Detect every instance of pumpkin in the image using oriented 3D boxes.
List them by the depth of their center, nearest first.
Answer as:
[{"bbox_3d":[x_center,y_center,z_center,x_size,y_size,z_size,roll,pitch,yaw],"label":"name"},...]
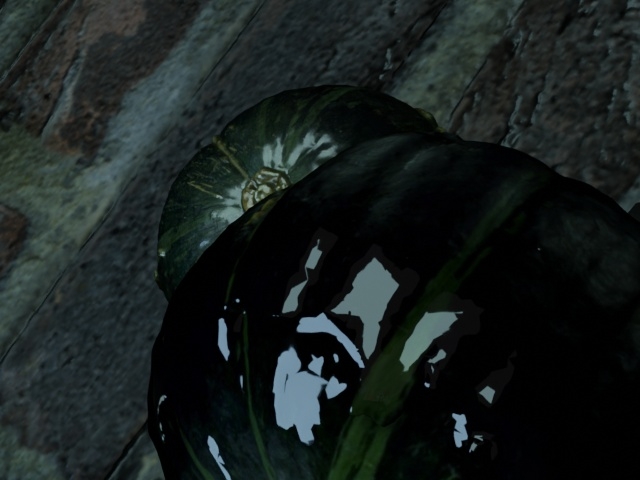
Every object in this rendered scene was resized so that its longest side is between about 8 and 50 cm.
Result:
[{"bbox_3d":[0.073,0.081,0.845,0.296,0.296,0.296,-17,51,22],"label":"pumpkin"},{"bbox_3d":[-0.001,0.001,1.019,0.190,0.146,0.190,-6,79,34],"label":"pumpkin"}]

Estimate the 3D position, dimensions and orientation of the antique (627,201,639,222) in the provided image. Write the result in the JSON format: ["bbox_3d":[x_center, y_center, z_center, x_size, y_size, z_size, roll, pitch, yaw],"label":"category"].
[{"bbox_3d":[0.236,0.032,0.928,0.015,0.031,0.192,-51,47,0],"label":"antique"}]
